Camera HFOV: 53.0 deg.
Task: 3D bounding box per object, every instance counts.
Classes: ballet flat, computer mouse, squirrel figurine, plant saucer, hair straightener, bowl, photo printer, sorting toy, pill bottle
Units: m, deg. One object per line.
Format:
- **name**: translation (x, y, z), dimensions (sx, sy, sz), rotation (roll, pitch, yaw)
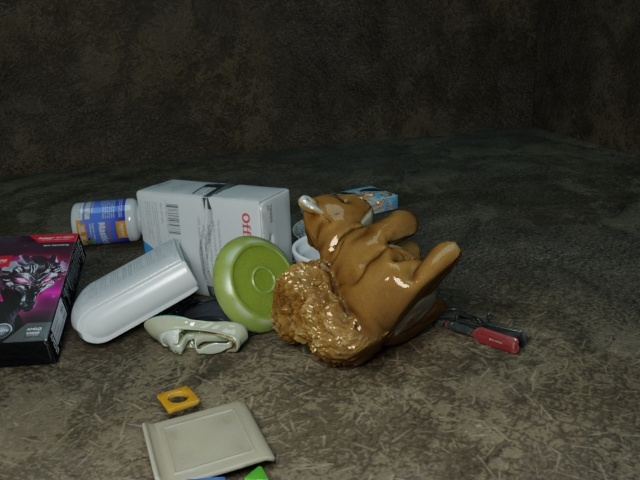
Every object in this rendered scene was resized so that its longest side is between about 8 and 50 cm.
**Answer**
- **ballet flat**: translation (-0.289, 0.219, 1.453), dimensions (0.249, 0.086, 0.086), rotation (0, 20, 8)
- **computer mouse**: translation (-0.262, 0.176, 1.567), dimensions (0.272, 0.072, 0.188), rotation (4, 20, 20)
- **squirrel figurine**: translation (0.050, 0.067, 1.417), dimensions (0.397, 0.281, 0.370), rotation (-37, 63, -11)
- **plant saucer**: translation (-0.143, 0.098, 1.530), dimensions (0.241, 0.241, 0.037), rotation (-22, -1, -43)
- **hair straightener**: translation (0.357, 0.199, 1.457), dimensions (0.230, 0.047, 0.089), rotation (8, 22, 40)
- **bowl**: translation (0.000, 0.000, 1.959), dimensions (0.170, 0.080, 0.170), rotation (0, 28, 0)
- **photo printer**: translation (-0.460, 0.127, 1.574), dimensions (0.308, 0.107, 0.256), rotation (-30, 19, -9)
- **sorting toy**: translation (-0.194, 0.353, 1.098), dimensions (0.196, 0.047, 0.348), rotation (-6, 19, -21)
- **pill bottle**: translation (-0.700, -0.066, 2.209), dimensions (0.272, 0.152, 0.152), rotation (-5, 19, -5)

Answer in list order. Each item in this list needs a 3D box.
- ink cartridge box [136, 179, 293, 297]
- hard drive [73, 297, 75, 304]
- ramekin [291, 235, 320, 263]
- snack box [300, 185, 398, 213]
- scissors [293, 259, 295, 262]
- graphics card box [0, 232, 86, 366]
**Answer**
- **ink cartridge box**: translation (-0.283, -0.004, 1.760), dimensions (0.395, 0.285, 0.166), rotation (7, 21, 25)
- **hard drive**: translation (-0.807, 0.150, 1.760), dimensions (0.255, 0.054, 0.172), rotation (-8, 20, -14)
- **ramekin**: translation (0.065, 0.072, 1.714), dimensions (0.277, 0.135, 0.277), rotation (-3, 19, 1)
- **snack box**: translation (0.107, -0.135, 2.405), dimensions (0.322, 0.060, 0.187), rotation (-14, 22, -27)
- **scissors**: translation (-0.002, 0.040, 1.984), dimensions (0.109, 0.021, 0.297), rotation (13, 24, 35)
- **graphics card box**: translation (-0.720, 0.133, 1.542), dimensions (0.233, 0.094, 0.371), rotation (-2, 42, -4)
